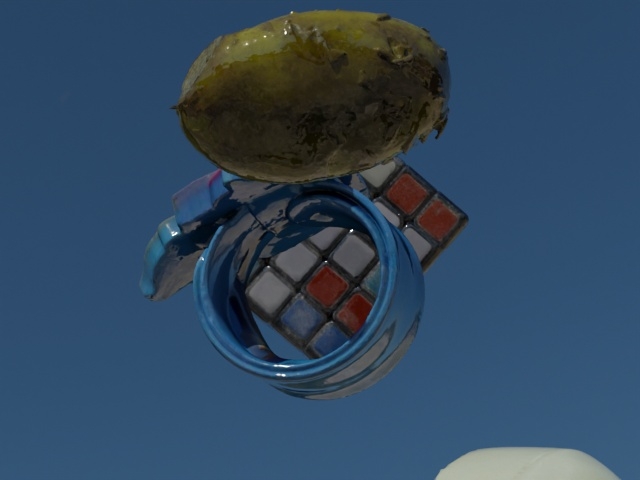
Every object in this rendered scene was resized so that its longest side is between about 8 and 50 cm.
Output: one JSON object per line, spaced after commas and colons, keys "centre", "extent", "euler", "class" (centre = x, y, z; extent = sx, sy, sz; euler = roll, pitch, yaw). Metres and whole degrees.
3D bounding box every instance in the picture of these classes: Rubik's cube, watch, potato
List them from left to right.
{"centre": [-0.051, 0.051, 1.492], "extent": [0.305, 0.274, 0.241], "euler": [-28, -21, 11], "class": "watch"}
{"centre": [-0.006, -0.124, 1.153], "extent": [0.251, 0.113, 0.149], "euler": [-6, -78, -12], "class": "potato"}
{"centre": [0.000, 0.000, 1.868], "extent": [0.292, 0.293, 0.287], "euler": [-48, -3, -5], "class": "Rubik's cube"}

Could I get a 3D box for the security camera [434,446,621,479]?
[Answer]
{"centre": [0.158, 0.187, 0.542], "extent": [0.236, 0.195, 0.194], "euler": [3, -25, 35], "class": "security camera"}
